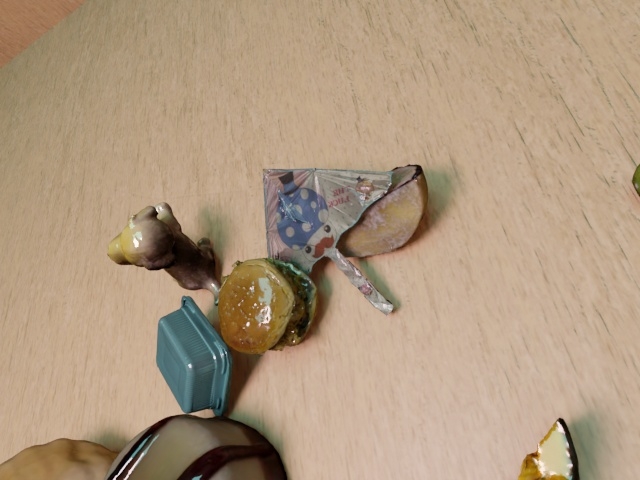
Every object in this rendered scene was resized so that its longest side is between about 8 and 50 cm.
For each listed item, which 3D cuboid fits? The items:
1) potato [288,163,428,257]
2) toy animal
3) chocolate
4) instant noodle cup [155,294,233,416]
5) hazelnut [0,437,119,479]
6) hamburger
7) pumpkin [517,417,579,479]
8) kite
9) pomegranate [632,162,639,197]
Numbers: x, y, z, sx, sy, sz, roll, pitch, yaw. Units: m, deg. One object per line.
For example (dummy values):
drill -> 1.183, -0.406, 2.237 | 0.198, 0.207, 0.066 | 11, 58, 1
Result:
potato -> 0.087, -0.037, 0.719 | 0.261, 0.100, 0.120 | -23, 17, 38
toy animal -> -0.287, 0.022, 0.815 | 0.121, 0.233, 0.168 | -46, 44, -3
chocolate -> -0.201, 0.383, 0.609 | 0.283, 0.186, 0.284 | -13, 62, 26
instant noodle cup -> -0.222, 0.201, 0.734 | 0.179, 0.070, 0.157 | 40, 129, 38
hazelnut -> -0.436, 0.457, 0.709 | 0.260, 0.241, 0.261 | -1, 53, 1
hamburger -> -0.099, 0.098, 0.697 | 0.184, 0.131, 0.159 | 24, 104, 33
pumpkin -> 0.173, 0.330, 0.444 | 0.189, 0.139, 0.281 | -8, 62, 27
kite -> 0.000, 0.000, 0.696 | 0.314, 0.011, 0.335 | 50, 125, 15
pomegranate -> 0.429, -0.077, 0.524 | 0.084, 0.073, 0.073 | -37, 47, 48
